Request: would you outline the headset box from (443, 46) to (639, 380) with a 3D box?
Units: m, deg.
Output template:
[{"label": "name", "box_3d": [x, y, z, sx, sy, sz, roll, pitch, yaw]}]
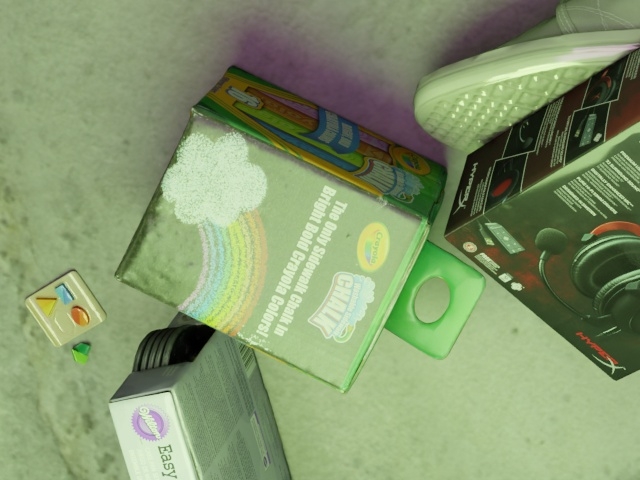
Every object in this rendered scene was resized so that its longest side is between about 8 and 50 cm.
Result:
[{"label": "headset box", "box_3d": [0.282, -0.034, 1.550, 0.218, 0.110, 0.293, 39, 134, -21]}]

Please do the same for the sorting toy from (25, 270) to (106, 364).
[{"label": "sorting toy", "box_3d": [-0.236, 0.077, 1.821, 0.062, 0.012, 0.083, -31, 100, 17]}]

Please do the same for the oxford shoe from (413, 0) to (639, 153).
[{"label": "oxford shoe", "box_3d": [0.290, -0.177, 1.599, 0.449, 0.169, 0.130, -17, 61, 22]}]

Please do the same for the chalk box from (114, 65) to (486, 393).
[{"label": "chalk box", "box_3d": [0.000, 0.000, 1.671, 0.289, 0.179, 0.180, 27, 109, 0]}]

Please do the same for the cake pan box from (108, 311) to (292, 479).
[{"label": "cake pan box", "box_3d": [-0.095, 0.205, 1.714, 0.070, 0.246, 0.267, -12, 105, 13]}]
